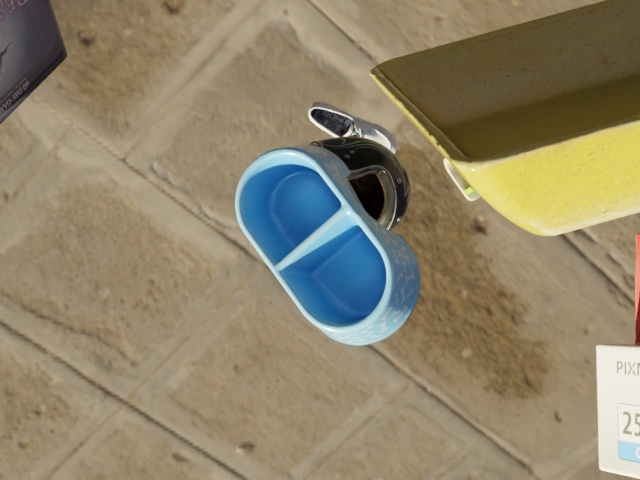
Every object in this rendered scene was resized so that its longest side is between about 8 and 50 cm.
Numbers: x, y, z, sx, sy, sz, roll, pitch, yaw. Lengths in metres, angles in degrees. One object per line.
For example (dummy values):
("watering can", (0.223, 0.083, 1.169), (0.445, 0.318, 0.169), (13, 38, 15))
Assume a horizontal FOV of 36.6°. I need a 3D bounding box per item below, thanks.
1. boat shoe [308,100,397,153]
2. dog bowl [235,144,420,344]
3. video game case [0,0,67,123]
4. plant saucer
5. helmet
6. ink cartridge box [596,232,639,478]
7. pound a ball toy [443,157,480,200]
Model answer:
("boat shoe", (0.060, -0.209, 1.830), (0.184, 0.063, 0.066), (33, 105, 0))
("dog bowl", (0.000, 0.000, 1.261), (0.166, 0.074, 0.297), (-41, 72, 12))
("video game case", (-0.274, -0.185, 0.672), (0.026, 0.196, 0.274), (16, 141, 20))
("plant saucer", (0.225, -0.104, 0.694), (0.332, 0.333, 0.081), (-15, 110, -1))
("helmet", (0.056, -0.081, 1.503), (0.161, 0.169, 0.170), (8, 117, -20))
("ink cartridge box", (0.394, 0.112, 0.938), (0.066, 0.296, 0.261), (3, 85, -27))
("pound a ball toy", (0.424, -0.231, 1.989), (0.319, 0.208, 0.136), (-34, 90, -10))
